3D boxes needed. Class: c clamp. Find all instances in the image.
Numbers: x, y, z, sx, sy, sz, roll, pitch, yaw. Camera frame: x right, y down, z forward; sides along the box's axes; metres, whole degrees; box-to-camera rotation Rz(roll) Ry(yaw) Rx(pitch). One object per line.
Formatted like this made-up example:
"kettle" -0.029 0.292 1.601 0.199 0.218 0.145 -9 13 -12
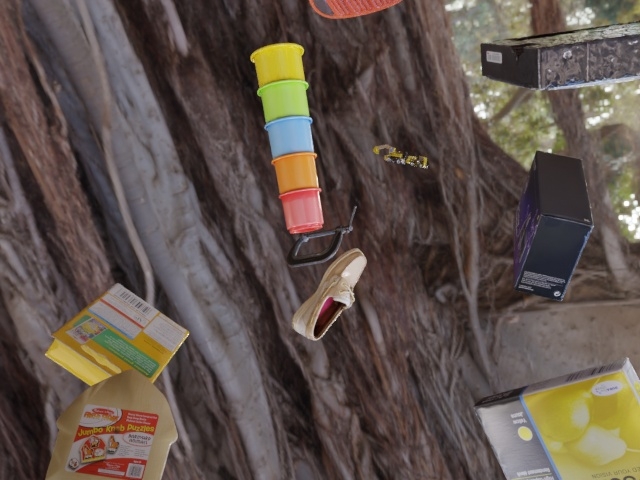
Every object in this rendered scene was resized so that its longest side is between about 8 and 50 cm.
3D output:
"c clamp" 0.000 0.000 1.404 0.160 0.022 0.137 -15 -137 34

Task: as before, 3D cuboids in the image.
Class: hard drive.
"hard drive" 0.434 -0.279 0.974 0.338 0.064 0.237 -10 -161 -4

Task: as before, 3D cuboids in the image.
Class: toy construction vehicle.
"toy construction vehicle" 0.175 -0.184 1.444 0.098 0.035 0.085 19 -169 38

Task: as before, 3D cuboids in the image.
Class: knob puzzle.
"knob puzzle" -0.320 0.301 1.055 0.213 0.030 0.213 1 -122 -1

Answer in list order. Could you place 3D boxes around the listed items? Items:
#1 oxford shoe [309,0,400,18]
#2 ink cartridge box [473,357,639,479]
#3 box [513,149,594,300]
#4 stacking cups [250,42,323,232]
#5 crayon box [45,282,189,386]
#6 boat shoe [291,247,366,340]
"oxford shoe" 0.101 -0.390 0.873 0.271 0.097 0.098 -28 -131 14
"ink cartridge box" 0.469 0.393 1.185 0.303 0.307 0.072 -30 172 39
"box" 0.459 -0.037 1.338 0.103 0.184 0.261 15 -144 6
"stacking cups" -0.044 -0.173 1.150 0.096 0.316 0.096 -12 178 -1
"crayon box" -0.415 0.219 1.367 0.083 0.203 0.323 -54 -176 13
"boat shoe" 0.026 0.092 1.084 0.170 0.063 0.059 -53 -136 -4
